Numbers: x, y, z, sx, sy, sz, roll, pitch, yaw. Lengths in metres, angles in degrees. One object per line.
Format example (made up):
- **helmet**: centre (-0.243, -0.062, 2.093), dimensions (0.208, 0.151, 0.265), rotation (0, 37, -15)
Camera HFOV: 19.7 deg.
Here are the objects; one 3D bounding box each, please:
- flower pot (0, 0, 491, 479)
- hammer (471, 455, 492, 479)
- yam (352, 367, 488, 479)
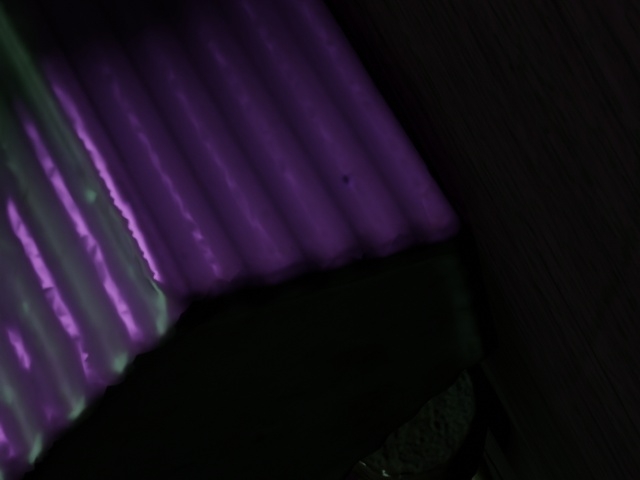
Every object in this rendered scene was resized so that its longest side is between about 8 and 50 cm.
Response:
- **flower pot**: centre (-0.068, 0.003, 0.732), dimensions (0.209, 0.239, 0.190), rotation (13, -138, -55)
- **hammer**: centre (0.105, 0.157, 1.044), dimensions (0.195, 0.028, 0.060), rotation (63, -175, 29)
- **yam**: centre (0.043, 0.090, 0.908), dimensions (0.084, 0.084, 0.127), rotation (61, 180, 13)
